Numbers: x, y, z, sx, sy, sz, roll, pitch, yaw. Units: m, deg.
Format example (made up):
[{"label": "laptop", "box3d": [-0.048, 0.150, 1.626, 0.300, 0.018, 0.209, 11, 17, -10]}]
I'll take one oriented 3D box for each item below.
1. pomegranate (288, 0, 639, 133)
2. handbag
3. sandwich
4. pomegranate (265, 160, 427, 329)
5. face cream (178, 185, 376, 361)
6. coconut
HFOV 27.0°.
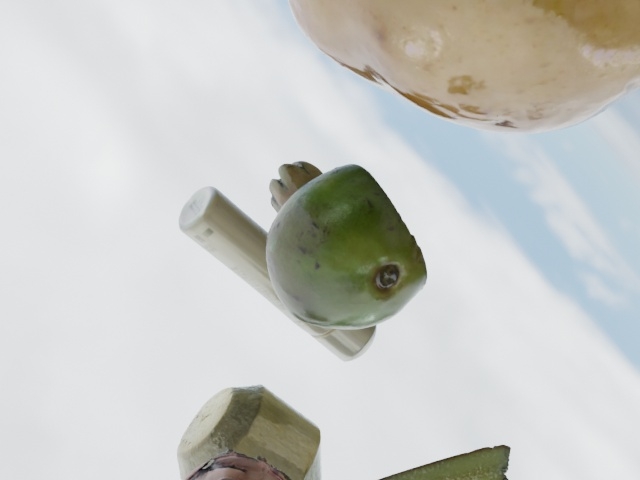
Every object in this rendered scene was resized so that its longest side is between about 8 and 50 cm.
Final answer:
[{"label": "pomegranate", "box3d": [0.148, -0.284, 1.085, 0.411, 0.411, 0.411, 46, -166, -15]}, {"label": "handbag", "box3d": [-0.118, 0.382, 1.703, 0.179, 0.205, 0.116, 40, -144, -5]}, {"label": "sandwich", "box3d": [0.165, 0.378, 1.919, 0.096, 0.258, 0.094, 59, -158, -33]}, {"label": "pomegranate", "box3d": [0.003, -0.001, 1.578, 0.240, 0.159, 0.190, 59, 168, 12]}, {"label": "face cream", "box3d": [-0.055, 0.057, 1.977, 0.348, 0.081, 0.173, 40, 180, -15]}, {"label": "coconut", "box3d": [-0.095, 0.335, 2.021, 0.222, 0.202, 0.202, 41, -165, -13]}]
